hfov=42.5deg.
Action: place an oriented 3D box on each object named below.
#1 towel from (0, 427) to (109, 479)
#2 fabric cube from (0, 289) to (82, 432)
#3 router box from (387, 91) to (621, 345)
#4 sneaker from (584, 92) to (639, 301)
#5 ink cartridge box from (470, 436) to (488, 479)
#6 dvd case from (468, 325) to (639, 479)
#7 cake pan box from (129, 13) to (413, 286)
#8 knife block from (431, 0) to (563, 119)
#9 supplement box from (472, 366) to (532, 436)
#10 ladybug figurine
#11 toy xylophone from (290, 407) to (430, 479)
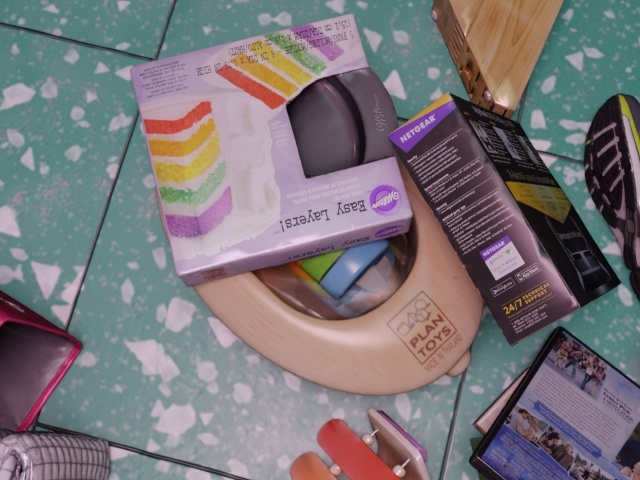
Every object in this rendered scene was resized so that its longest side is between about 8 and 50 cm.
[{"bbox_3d":[-0.330,0.343,0.868,0.121,0.235,0.284,7,76,6],"label":"towel"},{"bbox_3d":[-0.471,0.140,0.909,0.258,0.254,0.259,31,79,9],"label":"fabric cube"},{"bbox_3d":[0.218,-0.026,0.916,0.081,0.309,0.243,-34,76,23],"label":"router box"},{"bbox_3d":[0.428,-0.046,1.032,0.121,0.111,0.300,-14,80,-16],"label":"sneaker"},{"bbox_3d":[0.231,0.322,0.930,0.062,0.109,0.209,-11,76,-2],"label":"ink cartridge box"},{"bbox_3d":[0.294,0.223,0.927,0.180,0.022,0.253,38,46,12],"label":"dvd case"},{"bbox_3d":[-0.049,-0.099,0.891,0.266,0.070,0.246,-13,78,-3],"label":"cake pan box"},{"bbox_3d":[0.284,-0.308,1.092,0.242,0.088,0.276,-20,76,-3],"label":"knife block"},{"bbox_3d":[0.240,0.209,0.994,0.098,0.036,0.062,-43,80,-9],"label":"supplement box"},{"bbox_3d":[0.000,0.000,0.983,0.305,0.162,0.449,-41,79,-9],"label":"ladybug figurine"},{"bbox_3d":[0.007,0.339,0.890,0.323,0.236,0.081,-45,121,-16],"label":"toy xylophone"}]
